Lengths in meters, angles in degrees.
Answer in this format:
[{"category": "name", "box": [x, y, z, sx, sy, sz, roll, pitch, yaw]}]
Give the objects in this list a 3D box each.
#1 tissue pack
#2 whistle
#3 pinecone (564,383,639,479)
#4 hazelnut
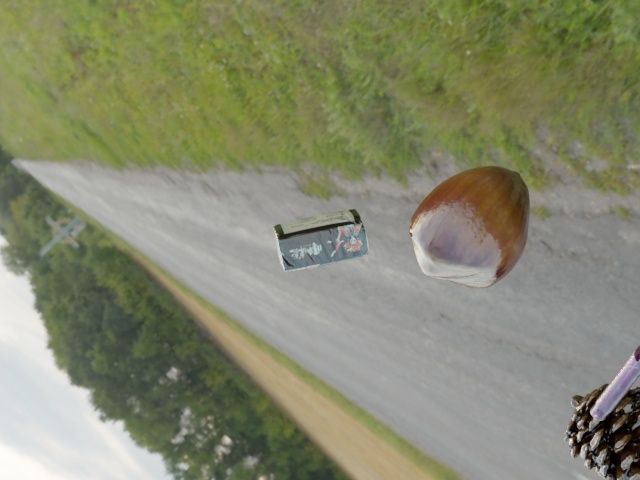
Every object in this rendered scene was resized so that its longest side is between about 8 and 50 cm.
[{"category": "tissue pack", "box": [0.001, 0.000, 1.497, 0.103, 0.170, 0.090, -118, 15, -72]}, {"category": "whistle", "box": [0.521, 0.245, 1.349, 0.033, 0.033, 0.176, 39, 125, 23]}, {"category": "pinecone", "box": [0.657, 0.424, 1.694, 0.272, 0.224, 0.224, 44, 171, 41]}, {"category": "hazelnut", "box": [0.251, -0.025, 1.283, 0.181, 0.181, 0.212, -6, 158, 27]}]
